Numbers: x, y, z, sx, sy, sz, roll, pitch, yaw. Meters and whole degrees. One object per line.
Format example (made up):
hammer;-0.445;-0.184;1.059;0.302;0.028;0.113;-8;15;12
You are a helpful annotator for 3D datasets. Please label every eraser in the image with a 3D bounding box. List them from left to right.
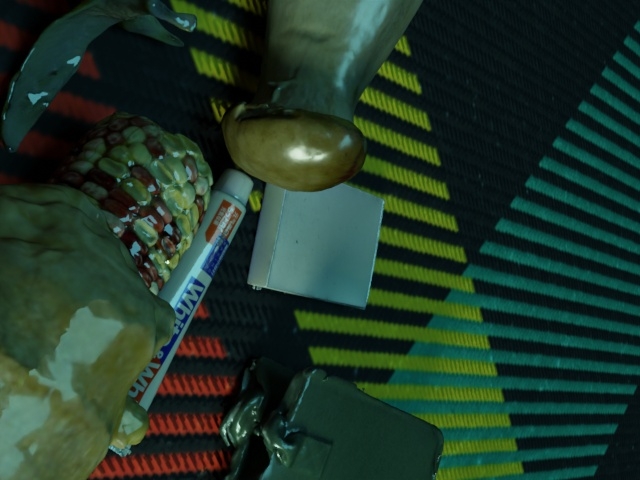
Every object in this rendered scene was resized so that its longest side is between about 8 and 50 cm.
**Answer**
eraser;0.000;0.000;0.917;0.150;0.023;0.104;17;82;-54

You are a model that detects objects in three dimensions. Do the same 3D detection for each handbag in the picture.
handbag;-0.005;0.246;0.909;0.260;0.079;0.247;35;67;-51

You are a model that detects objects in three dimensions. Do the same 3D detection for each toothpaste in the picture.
toothpaste;-0.105;0.046;0.775;0.052;0.033;0.218;43;66;-43

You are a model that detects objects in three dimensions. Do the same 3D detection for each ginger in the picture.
ginger;-0.193;0.129;0.492;0.190;0.126;0.354;23;72;-17

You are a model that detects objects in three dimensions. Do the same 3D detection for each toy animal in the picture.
toy animal;-0.115;-0.144;0.668;0.155;0.095;0.219;22;79;-50

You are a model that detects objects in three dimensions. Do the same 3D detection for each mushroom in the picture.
mushroom;0.025;-0.199;0.828;0.128;0.128;0.350;40;63;-50

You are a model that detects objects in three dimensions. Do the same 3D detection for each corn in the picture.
corn;-0.164;0.048;0.635;0.290;0.098;0.098;-58;138;-25
